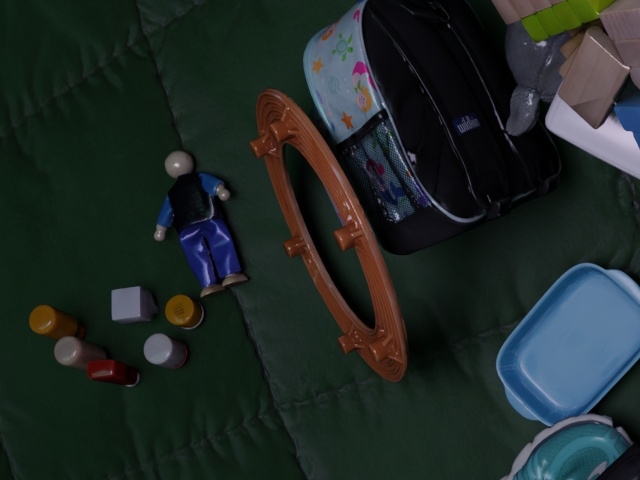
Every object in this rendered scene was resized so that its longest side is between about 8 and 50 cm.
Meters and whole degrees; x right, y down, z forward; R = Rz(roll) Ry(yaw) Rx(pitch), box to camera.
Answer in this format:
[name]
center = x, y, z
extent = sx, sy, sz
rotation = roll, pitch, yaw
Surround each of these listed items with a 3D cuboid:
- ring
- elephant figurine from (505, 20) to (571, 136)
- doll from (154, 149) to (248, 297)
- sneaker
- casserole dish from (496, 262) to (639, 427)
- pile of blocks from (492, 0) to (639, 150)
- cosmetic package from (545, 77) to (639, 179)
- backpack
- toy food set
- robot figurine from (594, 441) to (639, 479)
[ring]
center = 0.000, 0.000, 1.188
extent = 0.032, 0.336, 0.336
rotation = -25, 75, -12
[elephant figurine]
center = 0.238, -0.253, 1.103
extent = 0.186, 0.169, 0.239
rotation = -13, 42, -1
[doll]
center = -0.157, -0.025, 1.415
extent = 0.129, 0.046, 0.189
rotation = -24, 80, 29
[sneaker]
center = 0.217, 0.287, 1.155
extent = 0.107, 0.110, 0.275
rotation = 43, 116, 4
[casserole dish]
center = 0.266, 0.108, 1.167
extent = 0.114, 0.037, 0.188
rotation = 46, 115, 21
[pile of blocks]
center = 0.251, -0.130, 0.758
extent = 0.112, 0.149, 0.362
rotation = -38, 77, -17
[cosmetic package]
center = 0.444, -0.189, 0.871
extent = 0.327, 0.329, 0.394
rotation = 32, 109, 28
[backpack]
center = 0.098, -0.128, 1.144
extent = 0.191, 0.225, 0.253
rotation = -23, 91, 47
[toy food set]
center = -0.253, 0.130, 1.473
extent = 0.232, 0.104, 0.111
rotation = -9, 74, 14
[robot figurine]
center = 0.311, 0.289, 1.034
extent = 0.278, 0.209, 0.173
rotation = -46, 74, 8
